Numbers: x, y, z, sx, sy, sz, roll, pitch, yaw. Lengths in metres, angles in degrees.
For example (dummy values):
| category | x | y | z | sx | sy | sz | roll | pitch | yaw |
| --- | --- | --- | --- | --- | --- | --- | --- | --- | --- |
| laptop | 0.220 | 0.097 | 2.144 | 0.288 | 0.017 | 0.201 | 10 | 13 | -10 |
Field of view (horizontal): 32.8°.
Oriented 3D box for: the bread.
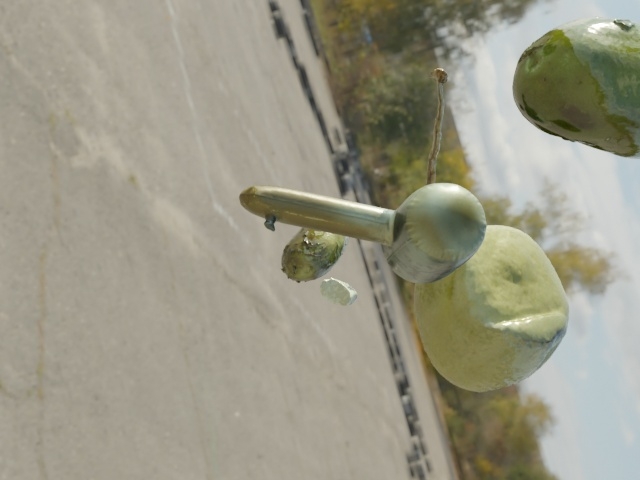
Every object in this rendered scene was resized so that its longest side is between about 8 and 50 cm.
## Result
| category | x | y | z | sx | sy | sz | roll | pitch | yaw |
| --- | --- | --- | --- | --- | --- | --- | --- | --- | --- |
| bread | 0.313 | 0.129 | 2.053 | 0.320 | 0.237 | 0.321 | 33 | 40 | -32 |

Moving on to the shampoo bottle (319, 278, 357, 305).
| category | x | y | z | sx | sy | sz | roll | pitch | yaw |
| --- | --- | --- | --- | --- | --- | --- | --- | --- | --- |
| shampoo bottle | 0.031 | 0.078 | 1.631 | 0.141 | 0.048 | 0.034 | 23 | 89 | -82 |

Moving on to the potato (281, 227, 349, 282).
| category | x | y | z | sx | sy | sz | roll | pitch | yaw |
| --- | --- | --- | --- | --- | --- | --- | --- | --- | --- |
| potato | 0.000 | 0.000 | 1.980 | 0.090 | 0.117 | 0.225 | 61 | 35 | -17 |

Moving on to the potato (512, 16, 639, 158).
| category | x | y | z | sx | sy | sz | roll | pitch | yaw |
| --- | --- | --- | --- | --- | --- | --- | --- | --- | --- |
| potato | 0.332 | -0.176 | 1.238 | 0.186 | 0.253 | 0.149 | 37 | -68 | 46 |

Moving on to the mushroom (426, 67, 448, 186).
| category | x | y | z | sx | sy | sz | roll | pitch | yaw |
| --- | --- | --- | --- | --- | --- | --- | --- | --- | --- |
| mushroom | 0.163 | -0.141 | 1.547 | 0.286 | 0.025 | 0.028 | 86 | 27 | -54 |

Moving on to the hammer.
| category | x | y | z | sx | sy | sz | roll | pitch | yaw |
| --- | --- | --- | --- | --- | --- | --- | --- | --- | --- |
| hammer | 0.046 | -0.026 | 1.386 | 0.202 | 0.305 | 0.113 | 118 | -17 | -74 |
